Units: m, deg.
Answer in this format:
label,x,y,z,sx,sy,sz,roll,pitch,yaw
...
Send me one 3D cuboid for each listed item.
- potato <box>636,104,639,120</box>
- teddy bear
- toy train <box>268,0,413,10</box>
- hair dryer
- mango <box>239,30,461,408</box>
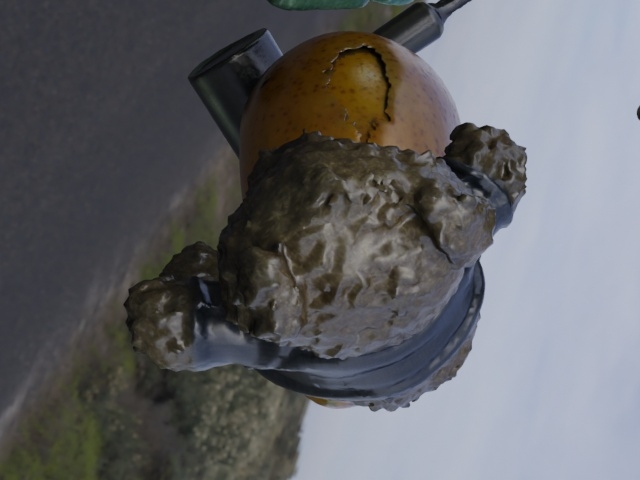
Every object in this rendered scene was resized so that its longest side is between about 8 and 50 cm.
label,x,y,z,sx,sy,sz,roll,pitch,yaw
potato,0.258,-0.051,0.564,0.296,0.192,0.141,-109,-149,-86
teddy bear,0.013,0.016,0.512,0.182,0.129,0.251,-41,180,-5
toy train,-0.021,-0.279,0.808,0.238,0.299,0.166,-13,141,-43
hair dryer,0.042,-0.121,0.970,0.248,0.195,0.078,-35,-163,-9
mango,0.020,-0.025,0.787,0.191,0.160,0.290,84,7,-51
